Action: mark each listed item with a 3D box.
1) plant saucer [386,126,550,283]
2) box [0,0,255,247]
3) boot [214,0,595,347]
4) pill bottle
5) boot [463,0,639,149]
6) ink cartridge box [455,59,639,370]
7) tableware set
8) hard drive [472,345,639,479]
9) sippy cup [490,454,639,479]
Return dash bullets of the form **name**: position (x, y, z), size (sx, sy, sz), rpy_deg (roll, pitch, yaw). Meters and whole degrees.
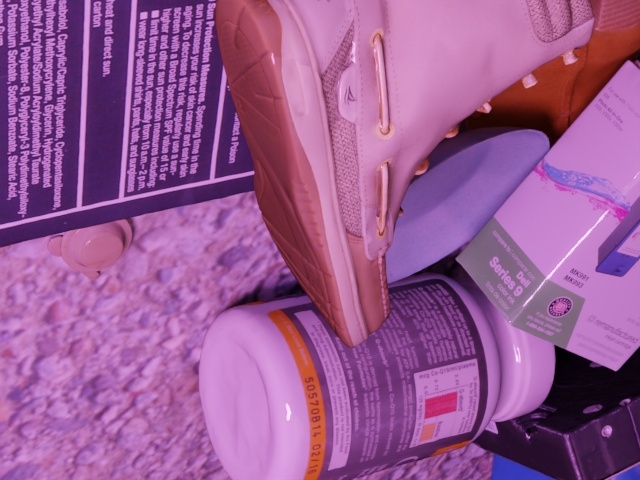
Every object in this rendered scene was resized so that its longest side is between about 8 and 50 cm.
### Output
- **plant saucer**: position (0.089, -0.035, 1.025), size (0.195, 0.037, 0.195), rpy_deg (-29, 160, -12)
- **box**: position (-0.109, -0.176, 0.732), size (0.294, 0.183, 0.296), rpy_deg (-13, 133, -28)
- **boot**: position (0.060, -0.069, 0.755), size (0.203, 0.095, 0.262), rpy_deg (-29, 135, -16)
- **pill bottle**: position (0.051, 0.113, 1.112), size (0.278, 0.162, 0.162), rpy_deg (-9, 130, -29)
- **boot**: position (0.120, -0.125, 1.010), size (0.295, 0.104, 0.211), rpy_deg (-16, 146, -9)
- **ink cartridge box**: position (0.239, -0.016, 1.043), size (0.154, 0.093, 0.212), rpy_deg (25, 110, -41)
- **tableware set**: position (-0.159, -0.042, 0.936), size (0.168, 0.020, 0.141), rpy_deg (-44, 136, 6)
- **hard drive**: position (0.321, 0.123, 1.267), size (0.339, 0.237, 0.064), rpy_deg (-24, 101, -19)
- **sippy cup**: position (0.306, 0.275, 1.406), size (0.224, 0.240, 0.305), rpy_deg (35, 77, -36)
